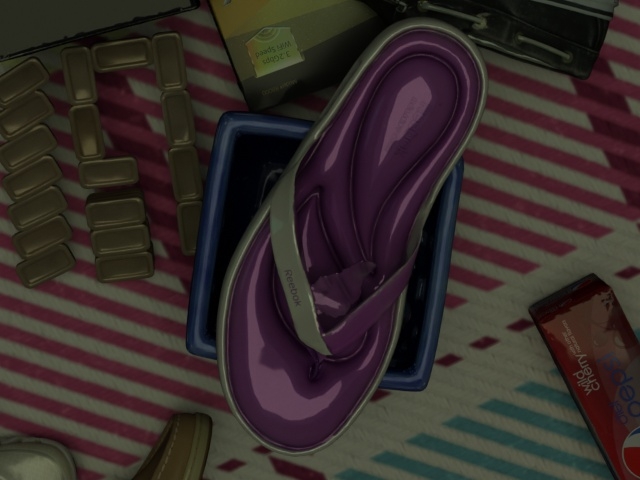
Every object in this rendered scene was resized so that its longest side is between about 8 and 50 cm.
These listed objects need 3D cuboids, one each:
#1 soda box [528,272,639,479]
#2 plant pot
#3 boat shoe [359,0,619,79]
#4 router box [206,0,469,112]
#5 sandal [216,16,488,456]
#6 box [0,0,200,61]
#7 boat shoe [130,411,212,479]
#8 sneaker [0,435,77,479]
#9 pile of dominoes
[{"bbox_3d":[0.309,0.170,1.906,0.083,0.092,0.263,-28,98,2],"label":"soda box"},{"bbox_3d":[0.000,0.000,1.808,0.236,0.212,0.236,9,97,-3],"label":"plant pot"},{"bbox_3d":[0.115,-0.219,1.748,0.335,0.121,0.119,10,94,-7],"label":"boat shoe"},{"bbox_3d":[0.032,-0.289,1.838,0.309,0.081,0.243,-21,98,0],"label":"router box"},{"bbox_3d":[0.020,-0.003,1.650,0.169,0.102,0.416,20,96,-5],"label":"sandal"},{"bbox_3d":[-0.214,-0.238,1.741,0.184,0.261,0.103,-18,98,-1],"label":"box"},{"bbox_3d":[-0.218,0.313,1.883,0.110,0.121,0.341,28,96,-7],"label":"boat shoe"},{"bbox_3d":[-0.385,0.278,1.873,0.292,0.118,0.110,-17,96,-2],"label":"sneaker"},{"bbox_3d":[-0.218,-0.079,1.839,0.196,0.040,0.251,-7,113,-3],"label":"pile of dominoes"}]
